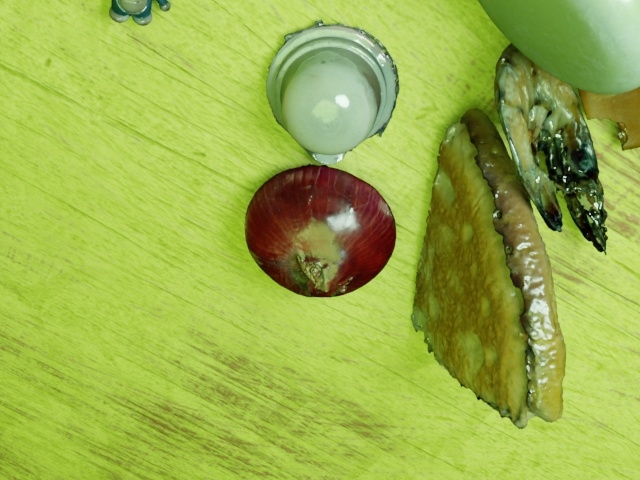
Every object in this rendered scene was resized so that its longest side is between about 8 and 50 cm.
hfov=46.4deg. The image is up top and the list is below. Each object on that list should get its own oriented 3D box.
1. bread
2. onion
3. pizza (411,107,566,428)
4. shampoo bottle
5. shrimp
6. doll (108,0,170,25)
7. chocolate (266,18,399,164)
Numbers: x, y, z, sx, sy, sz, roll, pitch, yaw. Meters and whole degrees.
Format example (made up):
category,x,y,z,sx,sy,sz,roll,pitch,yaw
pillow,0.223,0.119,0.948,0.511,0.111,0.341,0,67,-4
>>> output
category,x,y,z,sx,sy,sz,roll,pitch,yaw
bread,0.399,-0.227,1.040,0.088,0.049,0.226,-18,117,19
onion,0.000,-0.009,1.202,0.248,0.161,0.247,-1,105,-3
pizza,0.248,0.082,1.082,0.080,0.391,0.434,-7,128,-13
shampoo bottle,0.337,-0.346,0.802,0.322,0.322,0.317,42,91,-16
shrimp,0.323,-0.101,1.034,0.071,0.233,0.364,-9,122,38
doll,-0.262,-0.379,1.052,0.114,0.085,0.151,3,136,-19
chocolate,0.009,-0.191,1.081,0.222,0.147,0.221,5,127,7
